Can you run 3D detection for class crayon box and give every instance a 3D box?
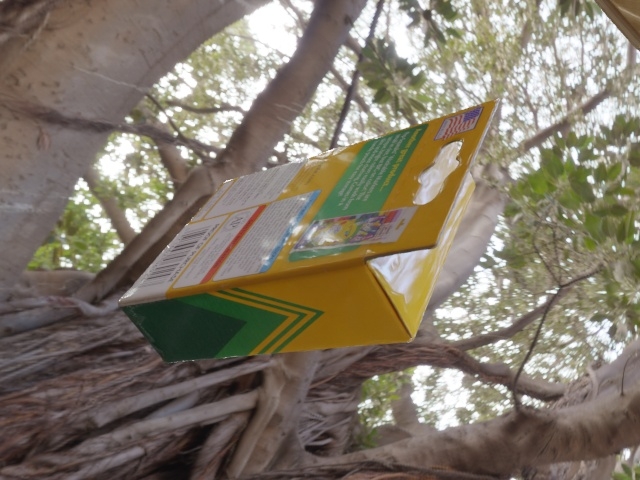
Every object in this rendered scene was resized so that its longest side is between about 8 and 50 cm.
[{"bbox_3d":[0.000,0.000,0.585,0.322,0.203,0.083,-12,-59,37],"label":"crayon box"}]

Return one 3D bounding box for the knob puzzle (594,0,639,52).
[{"bbox_3d":[0.258,-0.164,0.444,0.213,0.030,0.213,3,-113,-7],"label":"knob puzzle"}]
